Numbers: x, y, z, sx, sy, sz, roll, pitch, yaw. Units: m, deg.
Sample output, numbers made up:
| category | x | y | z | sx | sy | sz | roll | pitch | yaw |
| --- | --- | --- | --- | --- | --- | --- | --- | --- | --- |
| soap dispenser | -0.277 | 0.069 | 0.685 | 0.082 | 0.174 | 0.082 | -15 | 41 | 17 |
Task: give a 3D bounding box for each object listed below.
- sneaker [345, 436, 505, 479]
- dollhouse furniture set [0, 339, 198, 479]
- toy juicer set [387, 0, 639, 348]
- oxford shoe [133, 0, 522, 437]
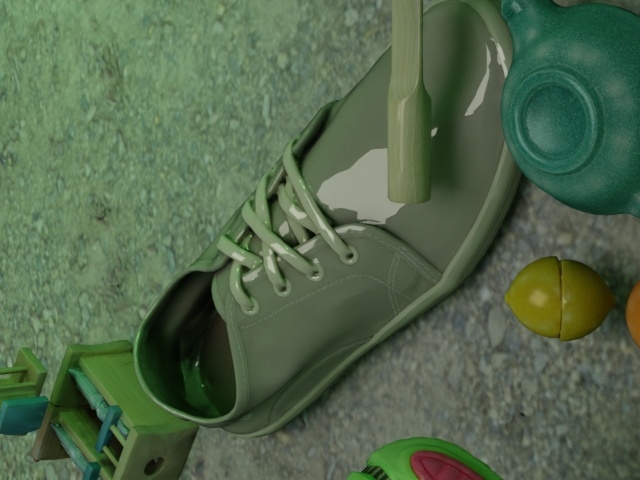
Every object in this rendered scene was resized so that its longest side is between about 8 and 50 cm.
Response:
| category | x | y | z | sx | sy | sz | roll | pitch | yaw |
| --- | --- | --- | --- | --- | --- | --- | --- | --- | --- |
| sneaker | 0.115 | 0.347 | 1.054 | 0.483 | 0.185 | 0.202 | 65 | 161 | -5 |
| dollhouse furniture set | -0.231 | 0.180 | 1.527 | 0.129 | 0.183 | 0.129 | 45 | 124 | 38 |
| toy juicer set | 0.158 | -0.050 | 1.126 | 0.329 | 0.089 | 0.209 | 34 | 121 | 30 |
| oxford shoe | 0.000 | 0.000 | 1.290 | 0.449 | 0.130 | 0.169 | -50 | 52 | 36 |
